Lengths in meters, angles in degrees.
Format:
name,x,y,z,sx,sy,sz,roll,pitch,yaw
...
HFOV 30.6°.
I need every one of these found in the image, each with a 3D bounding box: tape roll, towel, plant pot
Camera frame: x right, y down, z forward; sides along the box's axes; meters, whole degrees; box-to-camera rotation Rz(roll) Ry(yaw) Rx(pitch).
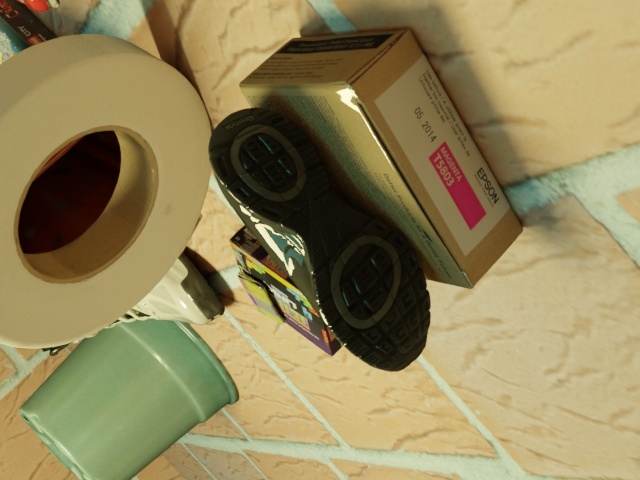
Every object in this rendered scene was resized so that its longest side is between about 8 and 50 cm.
name,x,y,z,sx,sy,sz,roll,pitch,yaw
tape roll,-0.292,-0.054,1.391,0.072,0.392,0.392,32,155,32
towel,-0.083,0.080,1.630,0.060,0.009,0.083,25,152,45
plant pot,-0.380,-0.100,1.622,0.236,0.267,0.267,32,155,28
plant pot,-0.401,0.319,2.365,0.341,0.334,0.341,39,159,18

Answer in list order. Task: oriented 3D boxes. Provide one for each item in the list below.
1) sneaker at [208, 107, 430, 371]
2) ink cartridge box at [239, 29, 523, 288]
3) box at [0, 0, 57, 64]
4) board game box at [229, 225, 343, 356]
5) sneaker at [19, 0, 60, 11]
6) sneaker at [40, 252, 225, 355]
name,x,y,z,sx,sy,sz,roll,pitch,yaw
sneaker,0.000,0.000,1.107,0.286,0.109,0.130,55,169,-4
ink cartridge box,0.055,-0.077,1.095,0.193,0.088,0.234,11,139,55
box,-0.494,-0.318,1.717,0.233,0.044,0.159,44,144,5
board game box,-0.040,0.066,1.603,0.170,0.048,0.141,34,155,30
sneaker,-0.444,-0.345,1.518,0.279,0.118,0.107,31,155,35
sneaker,-0.356,0.127,2.026,0.447,0.257,0.169,13,141,55
